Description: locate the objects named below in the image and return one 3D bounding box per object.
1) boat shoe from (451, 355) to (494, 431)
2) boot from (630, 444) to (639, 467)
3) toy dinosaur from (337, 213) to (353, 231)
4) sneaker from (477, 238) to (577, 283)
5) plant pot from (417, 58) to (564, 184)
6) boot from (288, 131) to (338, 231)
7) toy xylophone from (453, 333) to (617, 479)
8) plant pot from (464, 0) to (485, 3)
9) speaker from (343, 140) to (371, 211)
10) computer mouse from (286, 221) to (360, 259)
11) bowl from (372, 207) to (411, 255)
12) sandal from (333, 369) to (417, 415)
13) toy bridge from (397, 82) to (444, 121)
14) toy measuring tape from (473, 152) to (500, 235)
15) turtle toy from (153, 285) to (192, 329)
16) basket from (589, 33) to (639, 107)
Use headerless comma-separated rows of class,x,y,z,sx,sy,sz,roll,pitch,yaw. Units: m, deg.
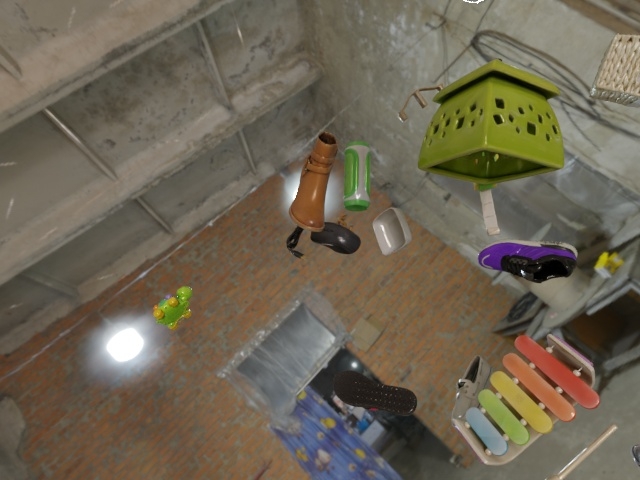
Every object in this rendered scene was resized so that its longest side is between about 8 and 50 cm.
boat shoe,0.408,0.418,1.127,0.083,0.075,0.226,-32,9,49
boot,0.926,0.622,1.126,0.069,0.086,0.190,-36,9,11
toy dinosaur,0.084,-0.048,1.649,0.212,0.112,0.064,13,-27,-34
sneaker,0.654,0.073,1.300,0.146,0.294,0.102,-53,-49,-47
plant pot,0.381,-0.258,0.913,0.228,0.227,0.207,178,100,-68
boot,-0.004,-0.173,1.169,0.283,0.109,0.220,-86,17,-56
toy xylophone,0.467,0.370,0.879,0.322,0.236,0.081,-50,-55,-1
plant pot,0.287,-0.684,0.733,0.305,0.334,0.334,-50,-16,21
speaker,0.165,-0.287,1.823,0.131,0.131,0.296,45,-134,-73
computer mouse,0.000,0.000,1.453,0.184,0.262,0.060,-55,-26,-22
bowl,0.248,-0.032,1.365,0.053,0.141,0.142,-11,-16,-29
sandal,0.105,0.311,0.812,0.067,0.179,0.040,-66,-33,-28
toy bridge,0.342,-0.484,1.385,0.188,0.063,0.026,-35,0,-4
toy measuring tape,0.500,-0.165,1.209,0.122,0.329,0.121,-13,10,2
turtle toy,-0.415,0.186,1.150,0.130,0.066,0.095,-43,-39,-15
basket,0.621,-0.339,0.818,0.167,0.103,0.113,-19,-54,-59
